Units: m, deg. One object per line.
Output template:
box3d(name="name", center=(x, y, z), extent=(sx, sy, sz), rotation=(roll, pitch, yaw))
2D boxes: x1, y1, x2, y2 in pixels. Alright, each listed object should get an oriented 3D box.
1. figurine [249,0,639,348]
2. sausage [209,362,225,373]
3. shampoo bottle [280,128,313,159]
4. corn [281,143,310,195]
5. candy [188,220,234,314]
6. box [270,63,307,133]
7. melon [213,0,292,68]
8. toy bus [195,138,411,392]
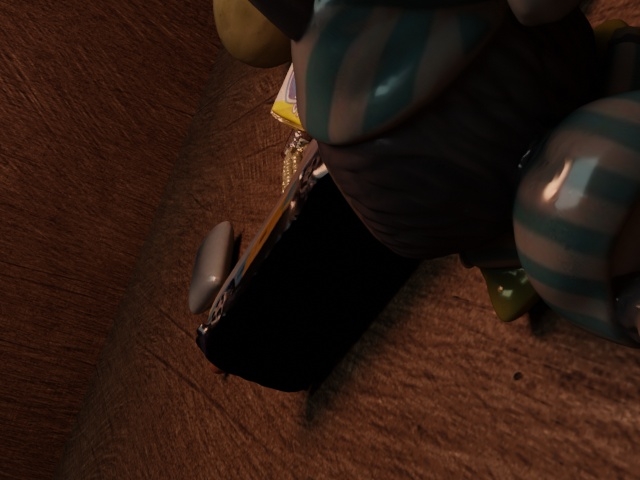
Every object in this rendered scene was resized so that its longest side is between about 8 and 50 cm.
box3d(name="figurine", center=(0.073, -0.100, 0.513), extent=(0.266, 0.378, 0.361), rotation=(-64, 19, 12))
box3d(name="sausage", center=(-0.146, 0.160, 1.287), extent=(0.186, 0.043, 0.043), rotation=(-59, 22, 24))
box3d(name="shampoo bottle", center=(0.005, -0.238, 1.265), extent=(0.236, 0.068, 0.067), rotation=(-62, 19, 15))
box3d(name="corn", center=(-0.022, -0.057, 1.143), extent=(0.087, 0.087, 0.210), rotation=(-44, 37, 48))
box3d(name="candy", center=(-0.229, 0.058, 1.554), extent=(0.138, 0.071, 0.174), rotation=(-48, 30, 42))
box3d(name="box", center=(0.068, -0.245, 0.950), extent=(0.097, 0.168, 0.265), rotation=(35, 105, 46))
box3d(name="melon", center=(-0.102, -0.517, 1.564), extent=(0.308, 0.272, 0.271), rotation=(124, 160, -62))
box3d(name="toy bus", center=(0.000, 0.000, 0.896), extent=(0.386, 0.171, 0.162), rotation=(-54, 21, 32))
